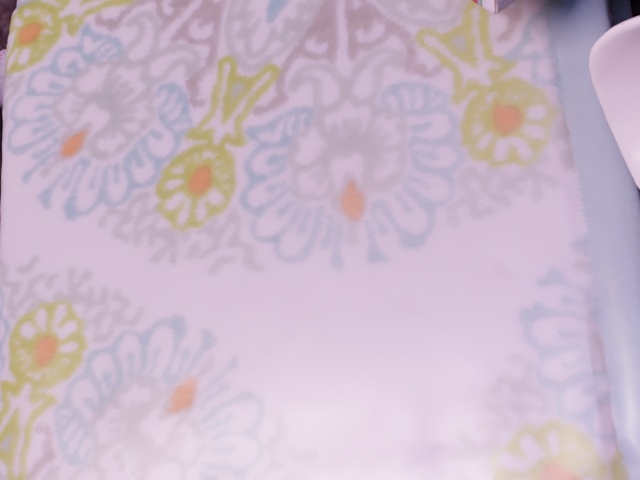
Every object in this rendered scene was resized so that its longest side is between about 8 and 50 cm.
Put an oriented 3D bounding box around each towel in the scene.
[{"bbox_3d":[0.000,0.000,0.633,0.320,0.090,0.375,-12,66,18],"label":"towel"}]

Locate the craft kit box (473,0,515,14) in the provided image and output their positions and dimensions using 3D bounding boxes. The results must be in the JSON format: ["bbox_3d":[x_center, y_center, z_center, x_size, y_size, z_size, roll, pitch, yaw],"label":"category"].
[{"bbox_3d":[0.090,-0.240,0.631,0.246,0.061,0.250,-33,51,-18],"label":"craft kit box"}]

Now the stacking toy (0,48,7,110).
[{"bbox_3d":[-0.240,-0.039,0.731,0.052,0.167,0.221,-6,71,25],"label":"stacking toy"}]

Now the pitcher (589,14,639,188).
[{"bbox_3d":[0.232,-0.087,0.491,0.207,0.126,0.177,-31,21,-16],"label":"pitcher"}]
